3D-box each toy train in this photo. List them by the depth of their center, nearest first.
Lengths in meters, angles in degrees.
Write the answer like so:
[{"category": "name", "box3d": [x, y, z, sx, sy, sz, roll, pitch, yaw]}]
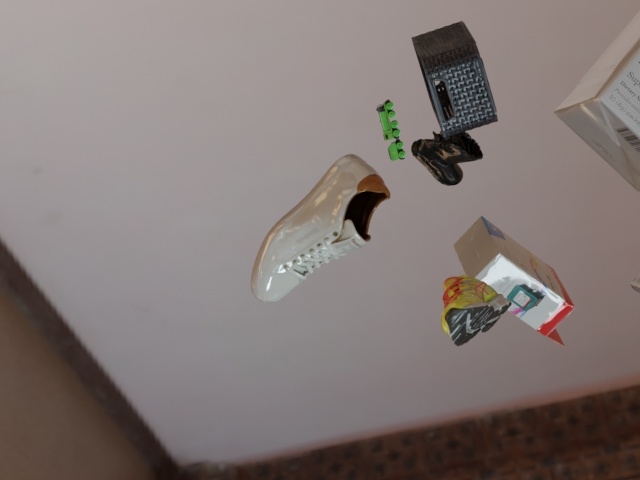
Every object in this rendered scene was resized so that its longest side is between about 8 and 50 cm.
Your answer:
[{"category": "toy train", "box3d": [0.094, -0.145, 1.706, 0.017, 0.023, 0.083, -70, 145, -77]}]

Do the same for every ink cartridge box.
[{"category": "ink cartridge box", "box3d": [0.346, 0.072, 2.203, 0.231, 0.078, 0.134, 34, 20, -24]}]

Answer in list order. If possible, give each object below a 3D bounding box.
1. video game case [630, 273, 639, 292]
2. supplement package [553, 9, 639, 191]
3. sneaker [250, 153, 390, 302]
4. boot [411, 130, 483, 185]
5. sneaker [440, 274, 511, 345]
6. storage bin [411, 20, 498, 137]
[{"category": "video game case", "box3d": [0.627, 0.017, 2.151, 0.023, 0.212, 0.193, 44, 0, -7]}, {"category": "supplement package", "box3d": [0.497, -0.234, 1.750, 0.177, 0.293, 0.175, 41, -7, -6]}, {"category": "sneaker", "box3d": [0.000, 0.000, 2.095, 0.123, 0.290, 0.106, 44, 10, 38]}, {"category": "boot", "box3d": [0.210, -0.129, 2.000, 0.121, 0.099, 0.045, 36, 61, -34]}, {"category": "sneaker", "box3d": [0.213, 0.096, 1.935, 0.094, 0.081, 0.208, 45, 16, 15]}, {"category": "storage bin", "box3d": [0.196, -0.239, 1.886, 0.180, 0.084, 0.122, -96, 168, -68]}]
